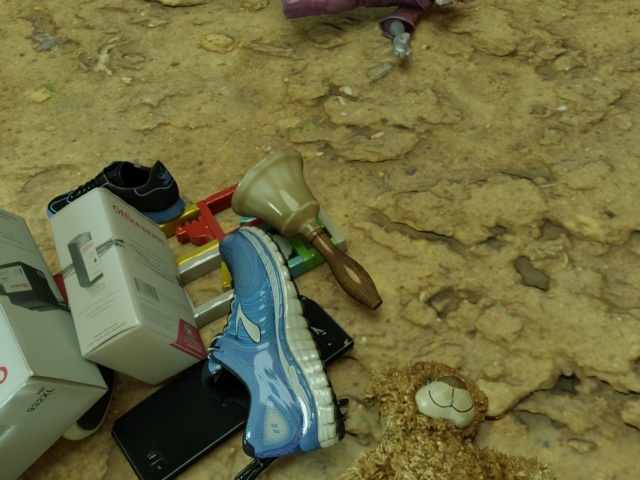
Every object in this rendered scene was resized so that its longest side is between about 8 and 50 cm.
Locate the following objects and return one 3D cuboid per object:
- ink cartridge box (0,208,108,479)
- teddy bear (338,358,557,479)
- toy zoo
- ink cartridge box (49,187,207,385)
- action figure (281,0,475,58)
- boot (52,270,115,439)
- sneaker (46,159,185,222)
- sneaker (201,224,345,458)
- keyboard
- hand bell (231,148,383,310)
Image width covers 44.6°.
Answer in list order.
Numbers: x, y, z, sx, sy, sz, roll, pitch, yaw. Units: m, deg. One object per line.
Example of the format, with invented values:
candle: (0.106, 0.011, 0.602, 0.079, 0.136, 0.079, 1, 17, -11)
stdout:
ink cartridge box: (-0.429, 0.129, 0.958, 0.223, 0.129, 0.307, -44, 59, 10)
teddy bear: (0.129, 0.278, 0.843, 0.245, 0.113, 0.338, 13, 56, 16)
toy zoo: (-0.133, 0.009, 1.142, 0.293, 0.030, 0.192, -27, 54, -12)
ink cartridge box: (-0.250, 0.060, 1.013, 0.092, 0.158, 0.218, -29, 58, 10)
action figure: (0.096, -0.463, 1.418, 0.370, 0.248, 0.276, 10, 11, 2)
boot: (-0.372, 0.160, 1.043, 0.176, 0.088, 0.244, -17, 57, 13)
sneaker: (-0.322, -0.074, 1.182, 0.232, 0.090, 0.081, -5, 39, 16)
sneaker: (-0.086, 0.115, 0.956, 0.147, 0.130, 0.330, -18, 49, -5)
keyboard: (-0.089, 0.209, 0.982, 0.317, 0.033, 0.201, -34, 50, -16)
hand bell: (0.000, 0.000, 1.060, 0.126, 0.126, 0.242, -36, 68, -18)
